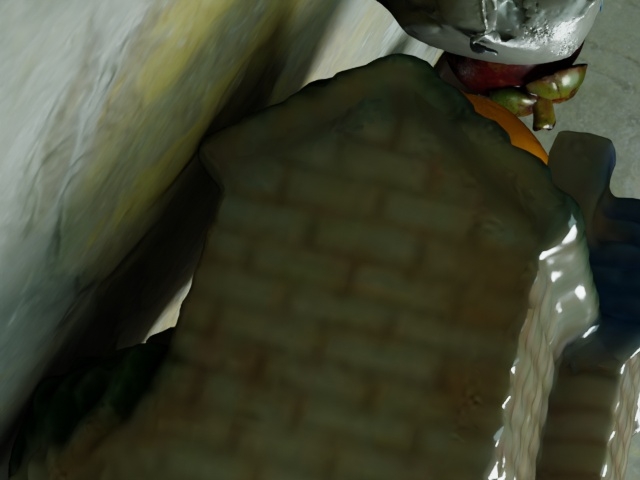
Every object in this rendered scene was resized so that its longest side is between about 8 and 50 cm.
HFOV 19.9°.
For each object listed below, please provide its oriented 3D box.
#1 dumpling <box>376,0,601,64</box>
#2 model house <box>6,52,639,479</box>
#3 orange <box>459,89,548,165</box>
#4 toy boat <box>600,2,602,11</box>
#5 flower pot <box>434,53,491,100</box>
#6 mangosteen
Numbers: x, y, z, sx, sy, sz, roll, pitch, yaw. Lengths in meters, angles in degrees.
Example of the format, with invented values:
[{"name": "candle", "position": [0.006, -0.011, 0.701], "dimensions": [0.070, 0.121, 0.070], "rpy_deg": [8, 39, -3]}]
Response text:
[{"name": "dumpling", "position": [0.115, -0.221, 1.227], "dimensions": [0.293, 0.163, 0.204], "rpy_deg": [-40, 130, -72]}, {"name": "model house", "position": [0.034, 0.066, 1.276], "dimensions": [0.445, 0.395, 0.400], "rpy_deg": [52, 55, -68]}, {"name": "orange", "position": [0.118, -0.025, 1.864], "dimensions": [0.261, 0.261, 0.261], "rpy_deg": [-56, 176, -6]}, {"name": "toy boat", "position": [0.316, -0.355, 2.082], "dimensions": [0.291, 0.067, 0.220], "rpy_deg": [-94, -173, -55]}, {"name": "flower pot", "position": [0.191, -0.207, 2.509], "dimensions": [0.179, 0.084, 0.251], "rpy_deg": [-53, 174, -26]}, {"name": "mangosteen", "position": [0.236, -0.223, 2.134], "dimensions": [0.200, 0.200, 0.200], "rpy_deg": [-56, 176, -6]}]
